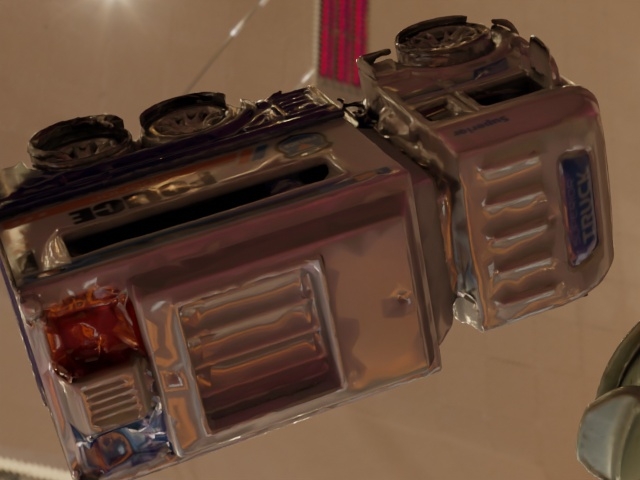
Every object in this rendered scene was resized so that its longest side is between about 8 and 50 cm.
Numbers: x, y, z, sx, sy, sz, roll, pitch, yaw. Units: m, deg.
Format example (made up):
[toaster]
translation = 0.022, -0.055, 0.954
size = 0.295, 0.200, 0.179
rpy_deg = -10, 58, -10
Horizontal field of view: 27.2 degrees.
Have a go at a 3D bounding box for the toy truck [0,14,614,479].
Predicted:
[toy truck]
translation = 0.000, 0.000, 0.574
size = 0.268, 0.155, 0.124
rpy_deg = -18, -64, -12

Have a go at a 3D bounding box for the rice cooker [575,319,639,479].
[rice cooker]
translation = 0.336, 0.166, 0.935
size = 0.316, 0.264, 0.317
rpy_deg = 3, -151, -1
